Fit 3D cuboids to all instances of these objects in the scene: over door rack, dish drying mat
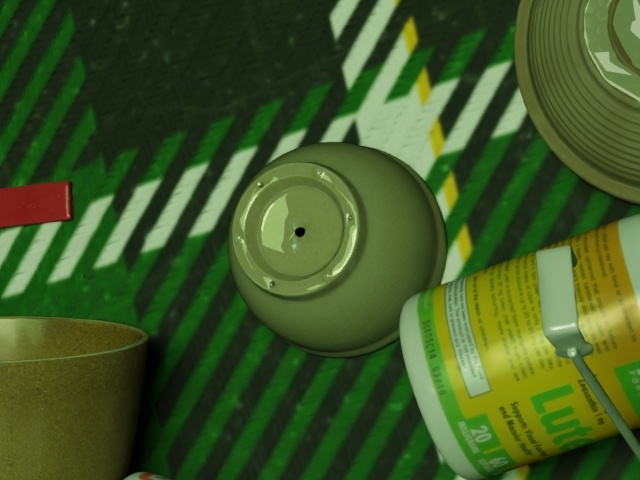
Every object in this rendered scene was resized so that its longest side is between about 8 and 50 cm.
[{"bbox_3d":[0.285,0.112,1.170,0.239,0.324,0.108,-12,49,17],"label":"over door rack"},{"bbox_3d":[-0.236,-0.028,1.547,0.083,0.008,0.032,-6,80,18],"label":"dish drying mat"}]

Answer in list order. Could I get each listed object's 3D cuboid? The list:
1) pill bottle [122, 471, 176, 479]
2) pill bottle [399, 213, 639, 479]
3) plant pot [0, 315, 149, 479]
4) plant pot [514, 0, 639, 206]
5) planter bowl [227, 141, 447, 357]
[{"bbox_3d":[-0.051,0.253,1.365,0.221,0.124,0.124,17,87,17],"label":"pill bottle"},{"bbox_3d":[0.189,0.063,1.307,0.245,0.136,0.136,-21,74,16],"label":"pill bottle"},{"bbox_3d":[-0.241,0.194,1.413,0.237,0.237,0.254,1,95,20],"label":"plant pot"},{"bbox_3d":[0.244,-0.140,1.323,0.237,0.110,0.237,0,88,15],"label":"plant pot"},{"bbox_3d":[0.000,0.000,1.402,0.162,0.109,0.162,-3,80,19],"label":"planter bowl"}]
